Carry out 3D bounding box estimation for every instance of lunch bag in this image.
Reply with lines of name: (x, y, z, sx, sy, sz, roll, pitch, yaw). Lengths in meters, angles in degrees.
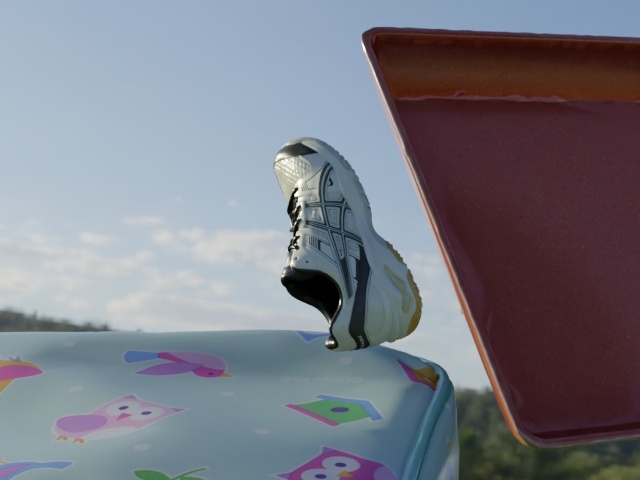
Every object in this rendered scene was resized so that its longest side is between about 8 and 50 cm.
lunch bag: (-0.094, 0.111, 0.467, 0.279, 0.108, 0.224, -1, 14, 11)

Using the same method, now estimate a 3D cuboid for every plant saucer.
plant saucer: (0.164, -0.003, 0.715, 0.259, 0.258, 0.048, -2, -36, -25)

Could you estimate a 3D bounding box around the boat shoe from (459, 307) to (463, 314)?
boat shoe: (0.251, 0.015, 1.480, 0.079, 0.233, 0.084, 50, 11, 20)

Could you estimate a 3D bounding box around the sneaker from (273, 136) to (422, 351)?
sneaker: (0.000, 0.000, 0.443, 0.037, 0.083, 0.032, -20, -31, -20)
